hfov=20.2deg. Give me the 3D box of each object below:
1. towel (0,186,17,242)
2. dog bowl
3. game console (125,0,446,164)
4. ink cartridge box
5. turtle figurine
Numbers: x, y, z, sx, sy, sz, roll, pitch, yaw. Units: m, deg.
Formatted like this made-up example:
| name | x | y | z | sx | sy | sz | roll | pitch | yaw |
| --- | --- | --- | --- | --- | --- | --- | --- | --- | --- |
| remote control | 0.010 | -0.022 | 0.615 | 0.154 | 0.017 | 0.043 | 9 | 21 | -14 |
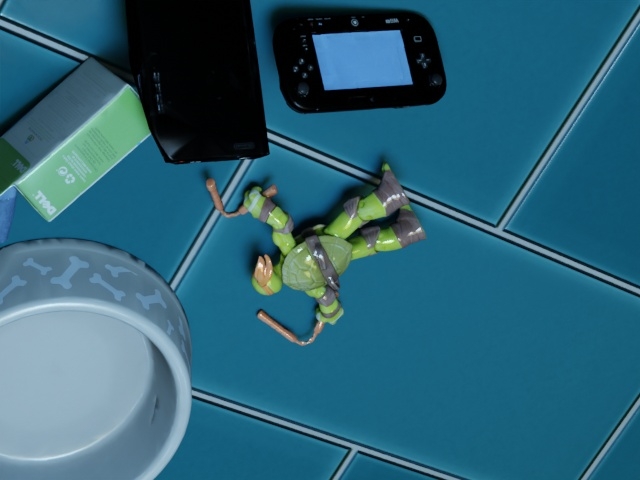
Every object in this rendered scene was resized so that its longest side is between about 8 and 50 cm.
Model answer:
| name | x | y | z | sx | sy | sz | roll | pitch | yaw |
| --- | --- | --- | --- | --- | --- | --- | --- | --- | --- |
| towel | -0.355 | -0.053 | 1.908 | 0.067 | 0.029 | 0.119 | 3 | 117 | -24 |
| dog bowl | -0.303 | 0.172 | 2.017 | 0.349 | 0.102 | 0.348 | -8 | 121 | -13 |
| game console | -0.030 | -0.196 | 1.873 | 0.361 | 0.044 | 0.213 | -6 | 87 | -29 |
| ink cartridge box | -0.276 | -0.087 | 1.841 | 0.209 | 0.109 | 0.062 | -42 | 125 | -7 |
| turtle figurine | 0.000 | 0.000 | 2.023 | 0.217 | 0.087 | 0.269 | -29 | 124 | 0 |
